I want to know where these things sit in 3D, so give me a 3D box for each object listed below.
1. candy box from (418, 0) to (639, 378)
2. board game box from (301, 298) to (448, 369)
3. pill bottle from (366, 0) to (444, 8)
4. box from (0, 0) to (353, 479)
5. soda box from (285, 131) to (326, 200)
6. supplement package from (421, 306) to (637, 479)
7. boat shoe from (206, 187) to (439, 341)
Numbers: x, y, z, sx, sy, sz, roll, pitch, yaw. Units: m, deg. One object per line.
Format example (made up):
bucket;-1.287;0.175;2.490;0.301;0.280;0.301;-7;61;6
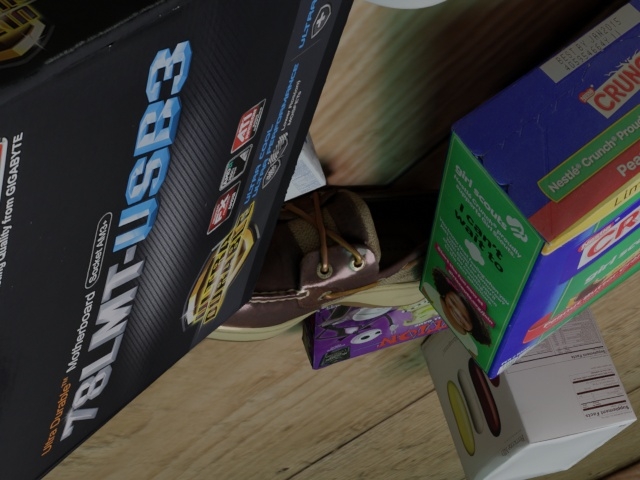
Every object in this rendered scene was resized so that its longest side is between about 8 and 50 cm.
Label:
candy box;0.224;-0.049;0.957;0.268;0.122;0.317;-35;159;-13
board game box;0.150;0.041;1.273;0.347;0.056;0.208;-17;161;-8
pill bottle;0.064;-0.221;0.567;0.119;0.119;0.208;-6;154;-24
box;-0.103;-0.015;0.540;0.293;0.073;0.295;-43;161;-48
soda box;-0.111;-0.044;0.886;0.216;0.073;0.069;-21;156;8
supplement package;0.248;0.174;1.451;0.149;0.203;0.194;-8;154;-21
boat shoe;0.000;0.000;1.019;0.342;0.123;0.123;-2;145;-40
